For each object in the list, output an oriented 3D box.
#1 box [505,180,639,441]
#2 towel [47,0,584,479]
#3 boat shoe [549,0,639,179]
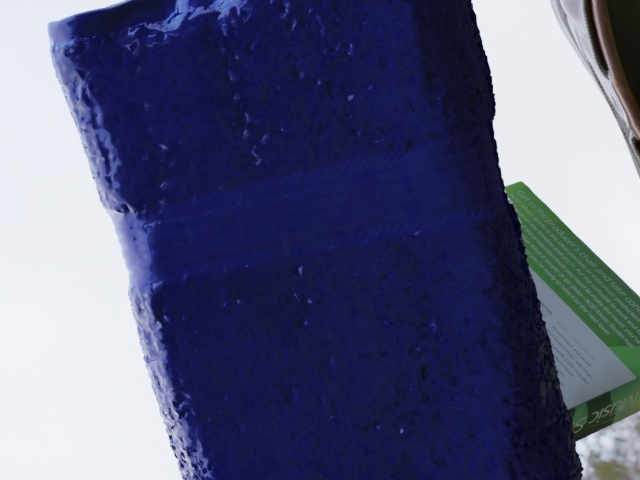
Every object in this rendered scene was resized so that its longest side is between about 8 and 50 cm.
[{"bbox_3d":[0.108,0.079,1.040,0.322,0.232,0.058,-19,-40,-28],"label":"box"},{"bbox_3d":[0.000,0.000,0.685,0.076,0.228,0.308,-31,-73,-65],"label":"towel"},{"bbox_3d":[0.234,-0.055,0.742,0.324,0.123,0.116,52,-168,-5],"label":"boat shoe"}]
